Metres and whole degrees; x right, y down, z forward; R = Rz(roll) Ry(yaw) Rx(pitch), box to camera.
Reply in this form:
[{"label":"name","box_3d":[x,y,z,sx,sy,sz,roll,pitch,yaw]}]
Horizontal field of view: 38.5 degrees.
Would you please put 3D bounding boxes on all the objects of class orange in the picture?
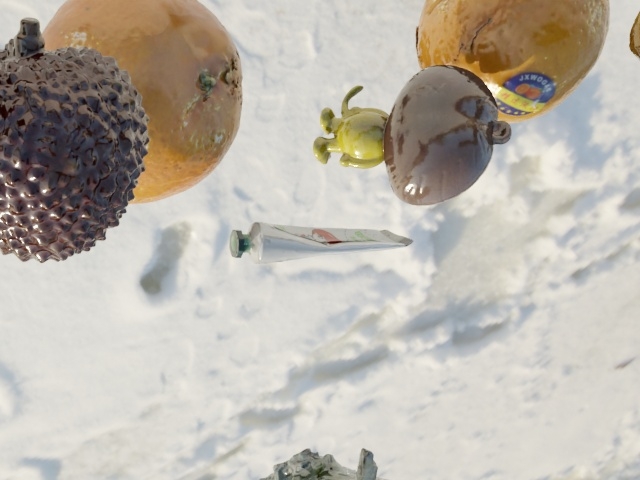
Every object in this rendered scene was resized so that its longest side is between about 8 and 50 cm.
[{"label":"orange","box_3d":[0.211,-0.235,1.009,0.193,0.219,0.219,8,130,-30]},{"label":"orange","box_3d":[-0.328,-0.273,1.702,0.424,0.326,0.424,-18,111,-59]}]

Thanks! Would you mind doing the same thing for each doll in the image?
[{"label":"doll","box_3d":[0.092,-0.111,0.906,0.145,0.188,0.096,-57,147,-12]}]

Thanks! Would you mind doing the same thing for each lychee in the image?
[{"label":"lychee","box_3d":[-0.348,-0.119,1.125,0.275,0.275,0.304,-10,114,-33]}]

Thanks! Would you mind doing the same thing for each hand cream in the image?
[{"label":"hand cream","box_3d":[0.000,0.000,1.668,0.336,0.121,0.076,-2,107,-25]}]

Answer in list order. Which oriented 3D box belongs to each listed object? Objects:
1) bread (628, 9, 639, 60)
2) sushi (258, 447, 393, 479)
[{"label":"bread","box_3d":[0.314,-0.164,0.786,0.053,0.106,0.072,-17,138,-22]},{"label":"sushi","box_3d":[0.004,0.304,0.860,0.139,0.184,0.274,33,130,-22]}]
